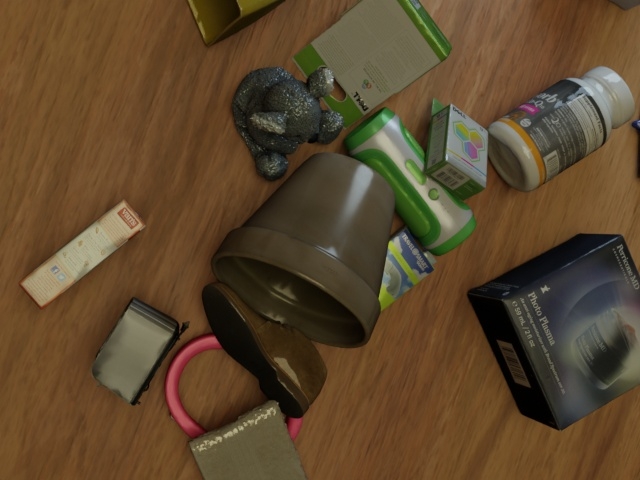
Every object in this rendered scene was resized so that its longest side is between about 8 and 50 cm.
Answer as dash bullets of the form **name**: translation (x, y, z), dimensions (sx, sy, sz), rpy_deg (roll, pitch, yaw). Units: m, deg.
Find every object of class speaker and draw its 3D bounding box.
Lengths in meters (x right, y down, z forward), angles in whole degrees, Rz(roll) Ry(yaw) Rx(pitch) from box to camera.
- **speaker**: translation (0.178, -0.115, 1.765), dimensions (0.131, 0.131, 0.296), rpy_deg (-41, 99, -9)

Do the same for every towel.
- **towel**: translation (-0.123, 0.451, 1.710), dimensions (0.187, 0.049, 0.282), rpy_deg (-25, 115, -16)

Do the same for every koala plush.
- **koala plush**: translation (-0.065, -0.240, 1.661), dimensions (0.196, 0.221, 0.203), rpy_deg (-36, 98, -9)

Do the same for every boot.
- **boot**: translation (-0.105, 0.186, 1.693), dimensions (0.305, 0.112, 0.115), rpy_deg (52, 54, -10)

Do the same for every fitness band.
- **fitness band**: translation (-0.168, 0.310, 1.734), dimensions (0.291, 0.054, 0.209), rpy_deg (41, 82, -12)

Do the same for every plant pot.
- **plant pot**: translation (-0.139, -0.511, 1.658), dimensions (0.187, 0.212, 0.212), rpy_deg (-25, 96, -23)
- **plant pot**: translation (0.000, 0.000, 1.659), dimensions (0.323, 0.323, 0.280), rpy_deg (32, 68, -11)

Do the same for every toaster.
- **toaster**: translation (-0.335, 0.194, 1.635), dimensions (0.110, 0.168, 0.186), rpy_deg (33, 85, -11)

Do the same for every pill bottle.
- **pill bottle**: translation (0.486, -0.231, 1.819), dimensions (0.278, 0.162, 0.162), rpy_deg (-32, 98, -11)

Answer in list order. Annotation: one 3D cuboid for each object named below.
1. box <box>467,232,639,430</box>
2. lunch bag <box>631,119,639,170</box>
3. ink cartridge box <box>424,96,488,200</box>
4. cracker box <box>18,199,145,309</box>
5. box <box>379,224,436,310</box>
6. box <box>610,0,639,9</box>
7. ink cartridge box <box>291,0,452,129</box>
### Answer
- **box**: translation (0.511, 0.176, 1.822), dimensions (0.294, 0.183, 0.296), rpy_deg (-27, 97, -12)
- **lunch bag**: translation (0.818, -0.232, 1.922), dimensions (0.293, 0.138, 0.221), rpy_deg (5, 92, -4)
- **ink cartridge box**: translation (0.270, -0.194, 1.755), dimensions (0.109, 0.062, 0.209), rpy_deg (32, 49, -26)
- **cracker box**: translation (-0.427, 0.022, 1.617), dimensions (0.232, 0.155, 0.067), rpy_deg (-41, 99, -9)
- **box**: translation (0.145, 0.057, 1.806), dimensions (0.178, 0.042, 0.109), rpy_deg (-37, 99, -9)
- **box**: translation (0.654, -0.692, 1.845), dimensions (0.215, 0.168, 0.345), rpy_deg (26, 86, -12)
- **ink cartridge box**: translation (0.101, -0.373, 1.771), dimensions (0.255, 0.097, 0.189), rpy_deg (-34, 100, 24)
